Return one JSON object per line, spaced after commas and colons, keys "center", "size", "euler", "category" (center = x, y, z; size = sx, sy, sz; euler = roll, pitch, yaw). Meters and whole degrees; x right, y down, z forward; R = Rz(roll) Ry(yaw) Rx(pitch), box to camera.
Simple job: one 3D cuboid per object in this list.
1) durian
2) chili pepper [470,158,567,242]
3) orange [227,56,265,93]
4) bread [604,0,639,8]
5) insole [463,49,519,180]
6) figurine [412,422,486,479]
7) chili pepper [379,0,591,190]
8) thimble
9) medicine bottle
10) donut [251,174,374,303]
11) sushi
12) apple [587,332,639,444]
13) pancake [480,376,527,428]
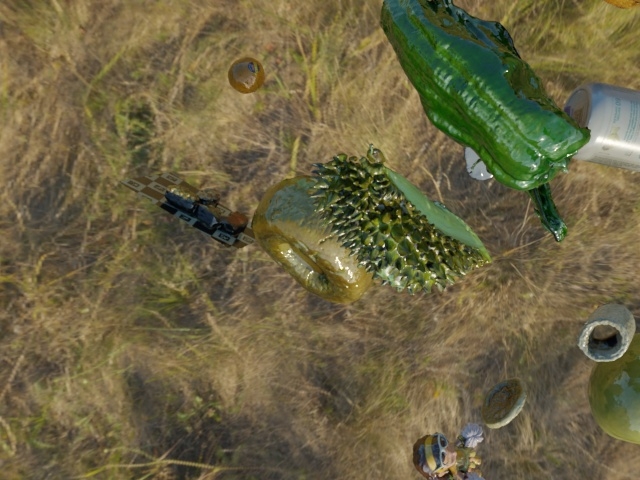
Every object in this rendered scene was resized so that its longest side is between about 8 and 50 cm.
{"center": [0.067, -0.004, 0.718], "size": [0.137, 0.221, 0.095], "euler": [-14, 46, 41], "category": "durian"}
{"center": [0.378, -0.116, 1.353], "size": [0.065, 0.122, 0.279], "euler": [-14, 42, -15], "category": "chili pepper"}
{"center": [-0.161, -0.358, 1.557], "size": [0.084, 0.083, 0.083], "euler": [0, 89, 14], "category": "orange"}
{"center": [0.495, -0.466, 1.224], "size": [0.139, 0.271, 0.077], "euler": [8, 94, 52], "category": "bread"}
{"center": [0.414, -0.299, 1.720], "size": [0.119, 0.009, 0.348], "euler": [0, 123, 0], "category": "insole"}
{"center": [0.326, 0.538, 1.757], "size": [0.116, 0.240, 0.174], "euler": [-32, 48, 44], "category": "figurine"}
{"center": [0.249, -0.239, 1.132], "size": [0.167, 0.213, 0.385], "euler": [-44, 76, 26], "category": "chili pepper"}
{"center": [0.629, 0.200, 1.570], "size": [0.115, 0.090, 0.102], "euler": [-38, 87, 39], "category": "thimble"}
{"center": [0.535, -0.189, 1.229], "size": [0.215, 0.135, 0.135], "euler": [10, 91, -6], "category": "medicine bottle"}
{"center": [0.000, 0.000, 1.288], "size": [0.261, 0.208, 0.128], "euler": [42, 64, -16], "category": "donut"}
{"center": [-0.245, -0.081, 1.473], "size": [0.280, 0.192, 0.043], "euler": [32, 110, 12], "category": "sushi"}
{"center": [0.782, 0.354, 1.687], "size": [0.292, 0.292, 0.254], "euler": [-1, 66, 14], "category": "apple"}
{"center": [0.432, 0.379, 1.686], "size": [0.022, 0.139, 0.139], "euler": [40, 99, -14], "category": "pancake"}
